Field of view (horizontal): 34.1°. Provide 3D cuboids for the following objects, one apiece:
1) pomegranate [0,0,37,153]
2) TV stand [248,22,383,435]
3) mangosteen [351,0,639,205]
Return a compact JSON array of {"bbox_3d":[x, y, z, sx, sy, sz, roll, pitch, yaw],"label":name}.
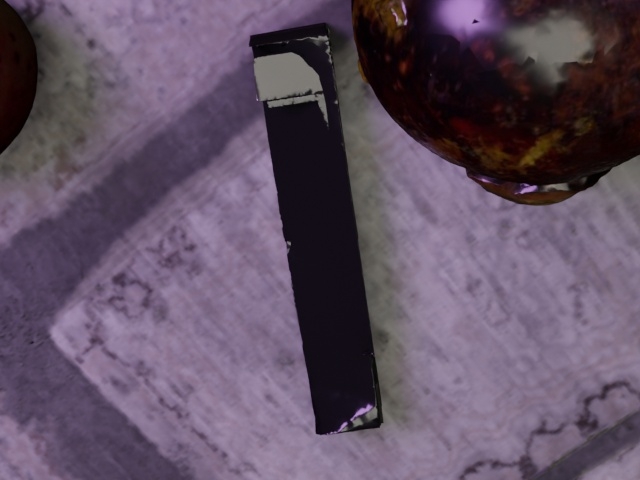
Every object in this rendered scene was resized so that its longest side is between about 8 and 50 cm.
[{"bbox_3d":[-0.215,-0.105,0.569,0.129,0.129,0.159,14,66,-7],"label":"pomegranate"},{"bbox_3d":[0.000,0.000,0.644,0.048,0.040,0.257,-8,110,1],"label":"TV stand"},{"bbox_3d":[0.115,-0.107,0.547,0.192,0.192,0.217,-11,152,3],"label":"mangosteen"}]
